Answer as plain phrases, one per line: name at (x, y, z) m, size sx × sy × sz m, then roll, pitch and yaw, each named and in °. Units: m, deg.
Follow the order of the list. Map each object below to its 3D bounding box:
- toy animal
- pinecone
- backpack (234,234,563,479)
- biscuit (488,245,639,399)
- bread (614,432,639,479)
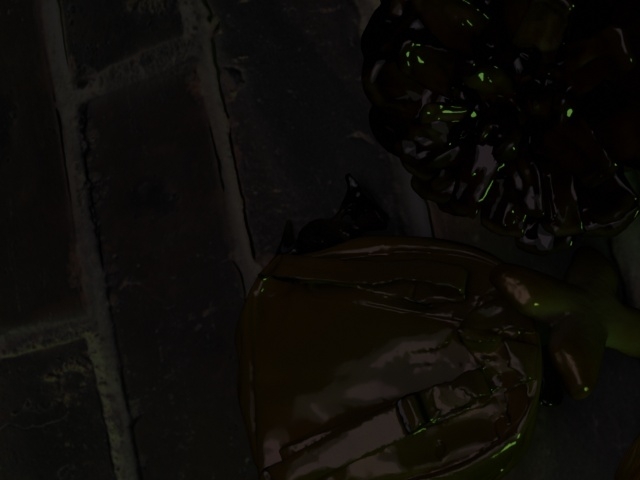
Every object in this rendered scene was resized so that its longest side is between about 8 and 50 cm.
toy animal at (0.005, -0.008, 1.423) m, size 0.202 × 0.070 × 0.105 m, roll -28°, pitch 30°, yaw 28°
pinecone at (0.237, -0.175, 1.175) m, size 0.397 × 0.397 × 0.398 m, roll -3°, pitch 83°, yaw 24°
backpack at (0.083, 0.166, 1.291) m, size 0.378 × 0.201 × 0.354 m, roll -4°, pitch 73°, yaw 21°
biscuit at (0.287, 0.079, 1.208) m, size 0.047 × 0.208 × 0.164 m, roll -49°, pitch 65°, yaw 34°
bread at (0.447, 0.233, 1.175) m, size 0.210 × 0.099 × 0.235 m, roll 43°, pitch 102°, yaw 22°
